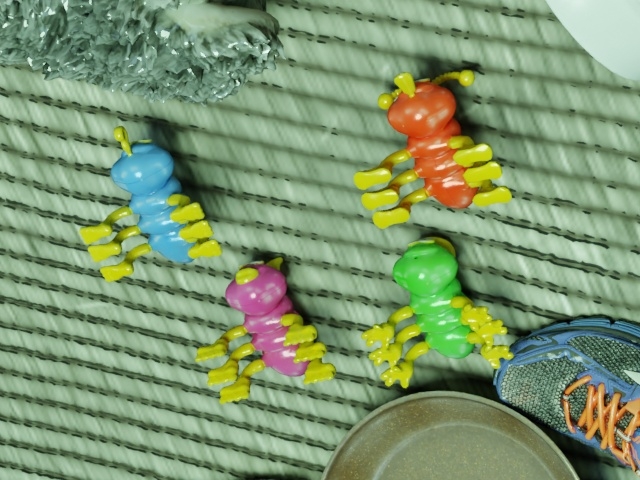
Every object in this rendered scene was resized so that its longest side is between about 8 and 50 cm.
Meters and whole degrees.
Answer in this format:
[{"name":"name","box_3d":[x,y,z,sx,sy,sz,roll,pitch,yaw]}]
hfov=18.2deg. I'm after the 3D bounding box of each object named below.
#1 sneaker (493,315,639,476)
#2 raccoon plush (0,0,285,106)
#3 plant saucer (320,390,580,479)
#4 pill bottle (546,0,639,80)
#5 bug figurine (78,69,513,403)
[{"name":"sneaker","box_3d":[0.210,0.112,1.234,0.221,0.087,0.083,16,118,17]},{"name":"raccoon plush","box_3d":[-0.237,-0.102,1.177,0.446,0.216,0.299,-44,101,7]},{"name":"plant saucer","box_3d":[0.091,0.194,1.296,0.198,0.036,0.199,2,94,26]},{"name":"pill bottle","box_3d":[0.247,-0.207,1.018,0.283,0.161,0.161,-32,101,31]},{"name":"bug figurine","box_3d":[0.000,0.000,1.265,0.279,0.072,0.216,-10,120,21]}]
